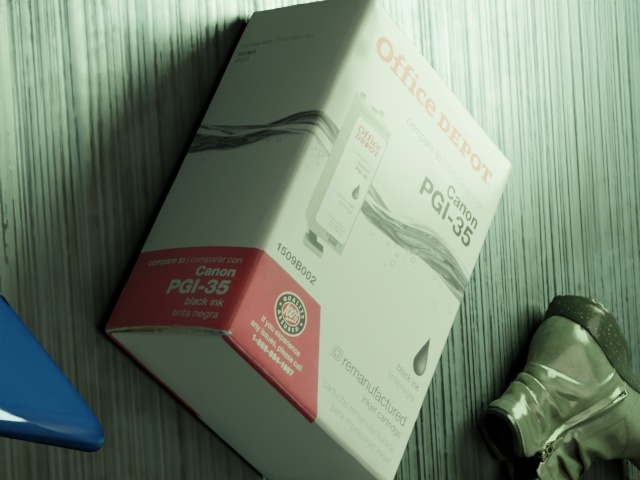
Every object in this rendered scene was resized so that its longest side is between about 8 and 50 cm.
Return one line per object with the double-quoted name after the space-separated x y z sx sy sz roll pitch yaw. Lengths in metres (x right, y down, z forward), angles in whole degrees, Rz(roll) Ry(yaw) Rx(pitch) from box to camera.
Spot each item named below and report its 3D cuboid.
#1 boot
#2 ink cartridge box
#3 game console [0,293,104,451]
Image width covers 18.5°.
0.227 0.178 1.673 0.246 0.083 0.161 51 59 -28 "boot"
0.000 0.000 1.368 0.207 0.117 0.283 46 55 -38 "ink cartridge box"
-0.285 0.028 0.963 0.250 0.293 0.173 -32 156 -22 "game console"
